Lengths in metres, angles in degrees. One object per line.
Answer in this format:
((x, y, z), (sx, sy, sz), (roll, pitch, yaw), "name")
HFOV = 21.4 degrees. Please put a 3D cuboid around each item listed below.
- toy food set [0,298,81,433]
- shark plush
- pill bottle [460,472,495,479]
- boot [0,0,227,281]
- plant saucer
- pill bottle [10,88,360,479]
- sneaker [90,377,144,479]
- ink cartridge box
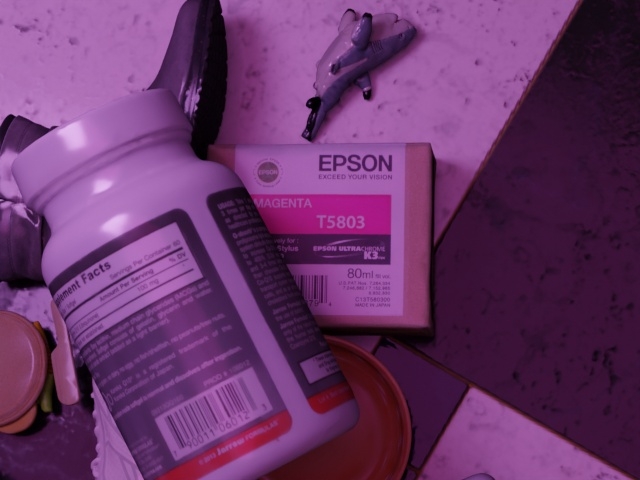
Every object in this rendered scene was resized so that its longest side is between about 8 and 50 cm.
((-0.336, 0.139, 1.759), (0.192, 0.038, 0.132), (-15, 72, 15), "toy food set")
((0.034, -0.173, 1.771), (0.067, 0.073, 0.161), (34, 78, -20), "shark plush")
((0.050, 0.369, 1.600), (0.334, 0.188, 0.188), (-25, 78, 0), "pill bottle")
((-0.228, -0.108, 1.750), (0.223, 0.118, 0.338), (11, 80, 10), "boot")
((-0.008, 0.192, 1.699), (0.200, 0.037, 0.200), (0, 91, 6), "plant saucer")
((-0.131, 0.055, 1.577), (0.210, 0.210, 0.363), (-27, 84, 0), "pill bottle")
((-0.188, 0.197, 1.701), (0.118, 0.110, 0.292), (-29, 78, 9), "sneaker")
((0.000, 0.000, 1.723), (0.235, 0.088, 0.193), (-1, 81, 6), "ink cartridge box")
